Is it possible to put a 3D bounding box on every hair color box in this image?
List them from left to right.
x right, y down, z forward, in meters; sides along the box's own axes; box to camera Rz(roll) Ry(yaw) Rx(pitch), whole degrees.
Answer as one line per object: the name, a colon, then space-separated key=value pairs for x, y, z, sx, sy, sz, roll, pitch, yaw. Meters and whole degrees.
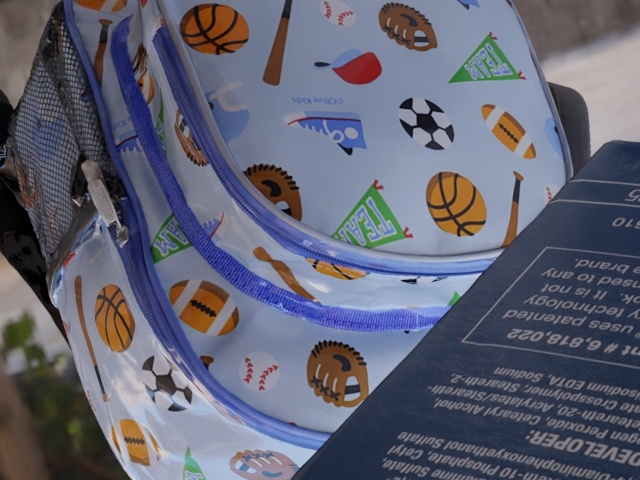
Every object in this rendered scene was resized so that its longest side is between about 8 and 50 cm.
hair color box: x=0.038 y=0.135 z=0.368 sx=0.105 sy=0.174 sz=0.347 roll=9 pitch=-144 yaw=34

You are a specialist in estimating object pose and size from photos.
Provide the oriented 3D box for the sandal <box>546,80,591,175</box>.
sandal: x=0.117 y=-0.023 z=0.981 sx=0.054 sy=0.097 sz=0.254 roll=14 pitch=-153 yaw=-5

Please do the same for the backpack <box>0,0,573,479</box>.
backpack: x=0.000 y=0.000 z=0.801 sx=0.276 sy=0.263 sz=0.213 roll=-6 pitch=155 yaw=-24
